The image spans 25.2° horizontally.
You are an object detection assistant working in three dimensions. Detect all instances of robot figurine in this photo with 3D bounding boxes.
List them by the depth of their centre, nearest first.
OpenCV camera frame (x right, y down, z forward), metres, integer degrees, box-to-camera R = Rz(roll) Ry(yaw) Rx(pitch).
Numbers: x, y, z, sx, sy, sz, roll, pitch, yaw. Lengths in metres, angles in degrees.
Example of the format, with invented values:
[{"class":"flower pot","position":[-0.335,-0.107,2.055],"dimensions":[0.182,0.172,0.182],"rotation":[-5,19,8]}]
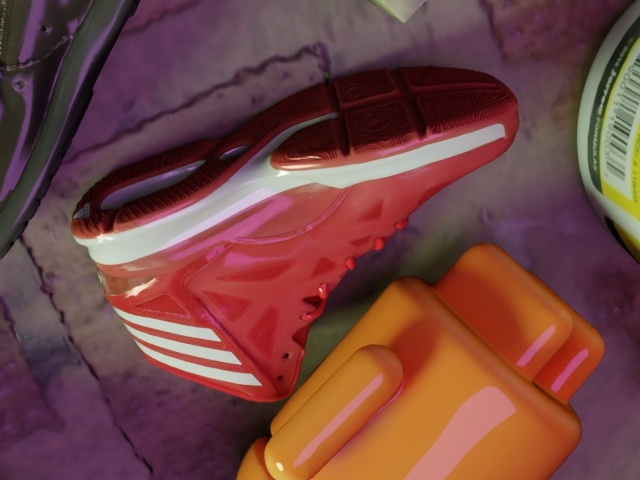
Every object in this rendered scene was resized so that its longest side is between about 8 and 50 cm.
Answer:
[{"class":"robot figurine","position":[0.045,0.108,0.728],"dimensions":[0.128,0.158,0.219],"rotation":[41,95,-1]}]

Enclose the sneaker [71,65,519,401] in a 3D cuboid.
[{"class":"sneaker","position":[0.000,0.000,0.715],"dimensions":[0.221,0.087,0.128],"rotation":[-16,121,5]}]

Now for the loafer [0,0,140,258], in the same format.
[{"class":"loafer","position":[-0.140,-0.080,0.650],"dimensions":[0.078,0.080,0.220],"rotation":[26,96,-11]}]

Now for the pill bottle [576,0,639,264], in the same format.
[{"class":"pill bottle","position":[0.258,-0.015,0.624],"dimensions":[0.188,0.334,0.188],"rotation":[-5,111,-12]}]

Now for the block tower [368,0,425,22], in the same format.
[{"class":"block tower","position":[-0.061,-0.240,0.597],"dimensions":[0.097,0.091,0.335],"rotation":[-46,114,6]}]
